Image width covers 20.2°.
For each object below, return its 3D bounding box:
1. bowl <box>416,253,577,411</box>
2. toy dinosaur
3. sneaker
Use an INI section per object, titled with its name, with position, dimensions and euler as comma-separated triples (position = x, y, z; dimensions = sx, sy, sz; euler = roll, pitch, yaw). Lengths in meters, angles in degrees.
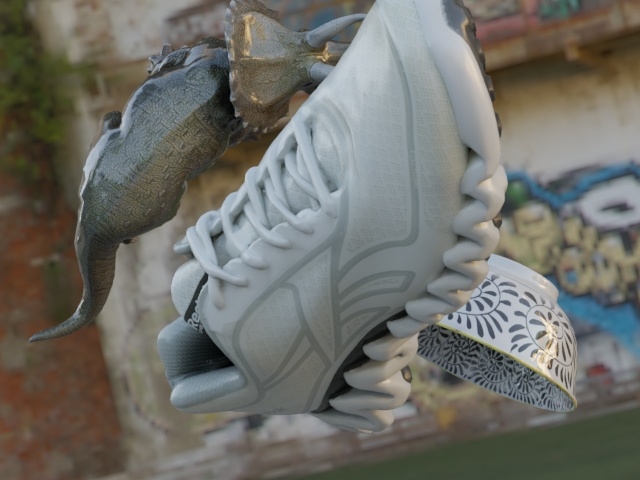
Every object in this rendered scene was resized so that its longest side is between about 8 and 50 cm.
[bowl]
position = 0.135, 0.061, 1.389
dimensions = 0.170, 0.080, 0.170
euler = 26, -12, 6
[toy dinosaur]
position = -0.108, -0.064, 1.212
dimensions = 0.313, 0.121, 0.160
euler = -40, 1, -1
[sneaker]
position = 0.000, 0.000, 0.800
dimensions = 0.118, 0.110, 0.292
euler = -1, -36, -17
